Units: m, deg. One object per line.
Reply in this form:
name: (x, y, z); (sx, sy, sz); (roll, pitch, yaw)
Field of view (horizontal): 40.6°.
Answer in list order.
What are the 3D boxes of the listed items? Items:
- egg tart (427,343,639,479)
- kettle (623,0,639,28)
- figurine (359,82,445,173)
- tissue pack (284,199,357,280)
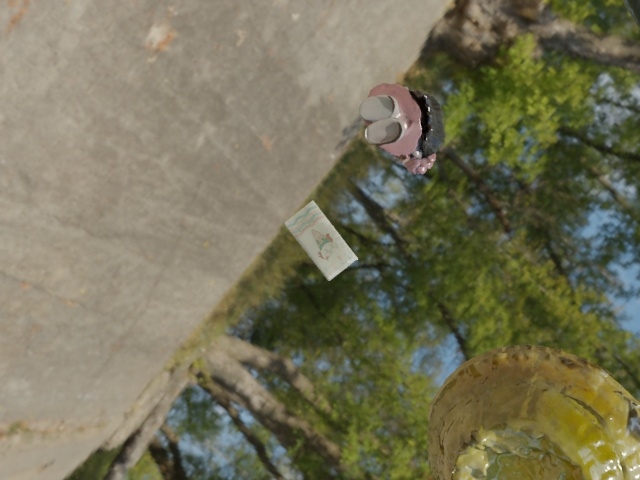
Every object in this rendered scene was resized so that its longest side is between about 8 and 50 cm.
egg tart: (0.237, 0.258, 0.944); (0.290, 0.290, 0.115); (-47, 167, 26)
kettle: (0.317, -0.234, 0.341); (0.342, 0.319, 0.247); (-64, 151, -22)
figurine: (0.070, -0.090, 0.695); (0.054, 0.072, 0.129); (-17, 180, 16)
tissue pack: (0.000, 0.000, 1.255); (0.056, 0.108, 0.023); (-39, -177, 1)
